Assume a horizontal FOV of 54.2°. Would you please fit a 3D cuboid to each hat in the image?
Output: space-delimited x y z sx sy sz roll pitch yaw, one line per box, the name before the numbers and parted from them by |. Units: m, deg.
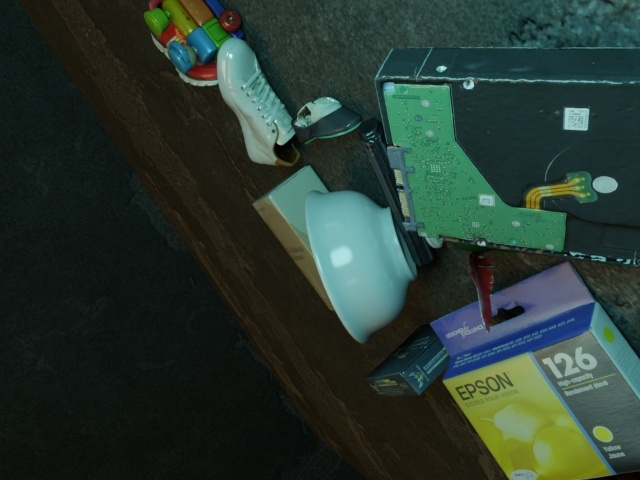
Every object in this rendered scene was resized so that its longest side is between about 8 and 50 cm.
hat | 0.189 -0.001 0.891 0.173 0.183 0.208 55 160 -11

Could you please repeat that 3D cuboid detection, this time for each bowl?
bowl | 0.092 0.027 1.143 0.298 0.134 0.298 -20 -90 -77

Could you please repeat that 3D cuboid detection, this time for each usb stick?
usb stick | 0.132 -0.075 1.063 0.077 0.045 0.278 -87 -27 -58

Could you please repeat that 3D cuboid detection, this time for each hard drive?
hard drive | 0.238 -0.081 0.638 0.338 0.064 0.237 7 140 26

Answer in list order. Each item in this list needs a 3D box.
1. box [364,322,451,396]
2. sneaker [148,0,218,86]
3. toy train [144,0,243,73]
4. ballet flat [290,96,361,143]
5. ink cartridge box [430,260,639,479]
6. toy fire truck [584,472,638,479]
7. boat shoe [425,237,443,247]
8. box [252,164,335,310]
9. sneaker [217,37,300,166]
box | 0.203 0.241 1.287 0.059 0.183 0.233 49 161 3
sneaker | -0.274 -0.416 1.288 0.279 0.107 0.118 40 152 26
toy train | -0.271 -0.441 1.172 0.248 0.143 0.105 52 160 -3
ballet flat | 0.000 -0.213 1.102 0.074 0.074 0.203 57 162 -16
ink cartridge box | 0.338 0.223 0.960 0.307 0.072 0.303 53 139 1
toy fire truck | 0.429 0.411 1.179 0.302 0.169 0.254 103 150 -65
boat shoe | 0.193 -0.029 1.058 0.035 0.035 0.100 -1 124 42
box | 0.000 0.000 1.392 0.311 0.121 0.148 53 161 -7
sneaker | -0.104 -0.264 1.223 0.123 0.106 0.290 17 148 29
